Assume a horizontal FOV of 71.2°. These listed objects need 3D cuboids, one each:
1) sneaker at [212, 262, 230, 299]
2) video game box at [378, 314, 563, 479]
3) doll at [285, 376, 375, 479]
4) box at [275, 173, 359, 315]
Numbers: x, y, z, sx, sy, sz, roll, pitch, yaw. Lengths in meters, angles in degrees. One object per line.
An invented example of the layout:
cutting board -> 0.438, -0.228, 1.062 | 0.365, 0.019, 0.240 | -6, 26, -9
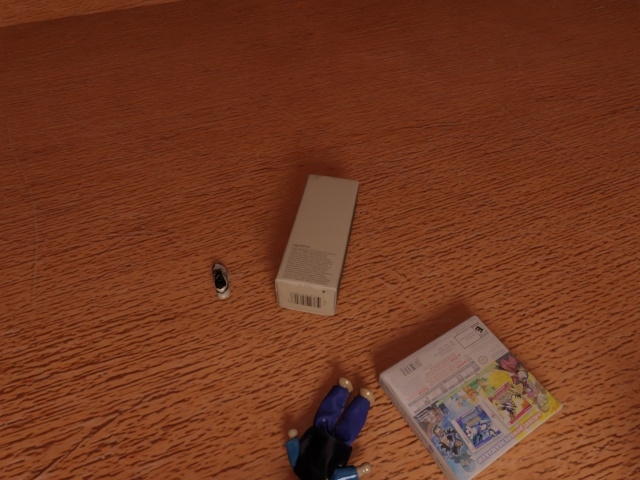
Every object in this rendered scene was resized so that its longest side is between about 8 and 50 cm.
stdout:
sneaker -> -0.187, 0.069, 0.841 | 0.032, 0.036, 0.083 | -17, 51, -11
video game box -> 0.226, 0.238, 0.693 | 0.205, 0.048, 0.187 | -25, 53, -19
doll -> 0.015, 0.297, 0.645 | 0.129, 0.046, 0.189 | 23, 54, 19
box -> 0.000, 0.000, 0.861 | 0.113, 0.094, 0.275 | 10, 51, 8
